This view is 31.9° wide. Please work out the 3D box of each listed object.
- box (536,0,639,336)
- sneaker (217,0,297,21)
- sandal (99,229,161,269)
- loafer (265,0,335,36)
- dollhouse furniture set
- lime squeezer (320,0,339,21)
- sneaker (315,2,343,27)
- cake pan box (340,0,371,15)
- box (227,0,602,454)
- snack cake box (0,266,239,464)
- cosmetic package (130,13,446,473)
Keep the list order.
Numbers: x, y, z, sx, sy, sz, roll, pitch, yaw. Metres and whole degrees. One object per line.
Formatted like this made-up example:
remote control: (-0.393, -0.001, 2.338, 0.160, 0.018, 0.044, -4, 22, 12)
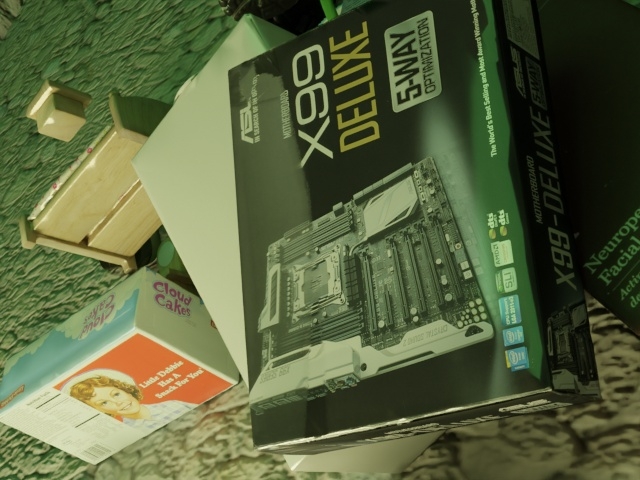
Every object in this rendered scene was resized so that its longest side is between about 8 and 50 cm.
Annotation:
box: (0.245, -0.043, 0.818, 0.191, 0.143, 0.381, -50, 36, 6)
sneaker: (-0.010, -0.388, 1.470, 0.283, 0.110, 0.122, -15, 47, -3)
sandal: (-0.275, -0.021, 1.586, 0.086, 0.120, 0.303, -27, 19, -24)
loafer: (-0.024, -0.344, 1.557, 0.095, 0.109, 0.302, -23, 39, 33)
dollhouse furniture set: (-0.233, -0.060, 1.253, 0.303, 0.355, 0.173, -43, 48, 29)
lime squeezer: (0.016, -0.141, 1.303, 0.059, 0.110, 0.310, -123, 42, -60)
sneaker: (0.023, -0.225, 1.404, 0.229, 0.087, 0.092, -31, 65, 22)
cake pan box: (0.119, -0.203, 1.123, 0.267, 0.070, 0.245, -22, 45, 41)
box: (0.053, -0.018, 0.797, 0.242, 0.076, 0.307, -18, 68, 35)
snack cake box: (-0.234, 0.151, 1.292, 0.264, 0.152, 0.089, -32, 39, 31)
cosmetic package: (0.000, 0.000, 0.984, 0.197, 0.155, 0.365, -46, 54, 24)
